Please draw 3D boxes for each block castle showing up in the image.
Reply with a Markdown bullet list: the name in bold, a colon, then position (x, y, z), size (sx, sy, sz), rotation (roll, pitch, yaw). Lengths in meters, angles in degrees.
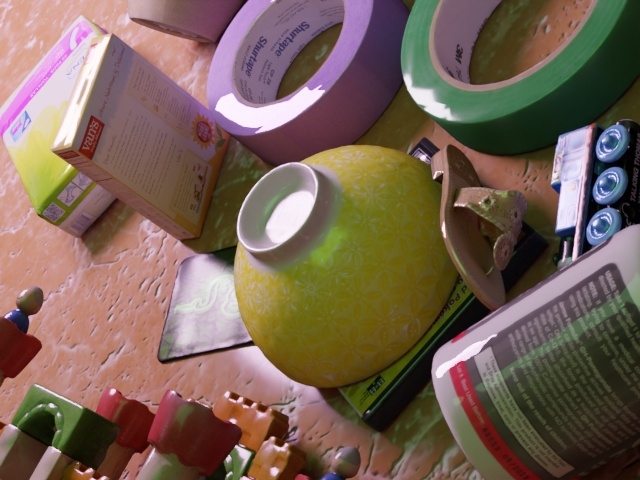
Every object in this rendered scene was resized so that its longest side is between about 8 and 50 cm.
- **block castle**: position (-0.185, 0.222, 1.805), size (0.453, 0.303, 0.213), rotation (16, 73, 48)

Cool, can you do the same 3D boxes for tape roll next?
- **tape roll**: position (0.242, -0.253, 1.920), size (0.321, 0.077, 0.321), rotation (-25, 47, 30)
- **tape roll**: position (-0.015, -0.231, 2.147), size (0.275, 0.090, 0.275), rotation (-25, 47, 30)

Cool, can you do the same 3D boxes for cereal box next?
- **cereal box**: position (-0.226, -0.131, 2.158), size (0.047, 0.240, 0.173), rotation (-7, 56, 41)

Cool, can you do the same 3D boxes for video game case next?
- **video game case**: position (0.092, 0.043, 1.878), size (0.275, 0.035, 0.248), rotation (-48, 39, 4)

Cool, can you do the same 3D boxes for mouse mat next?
- **mouse mat**: position (-0.124, 0.072, 2.092), size (0.190, 0.007, 0.152), rotation (-14, 52, 37)

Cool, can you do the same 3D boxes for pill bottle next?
- **pill bottle**: position (0.275, 0.096, 1.543), size (0.318, 0.176, 0.176), rotation (-35, 42, 22)

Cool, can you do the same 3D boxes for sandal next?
- **sandal**: position (0.176, -0.036, 1.760), size (0.079, 0.088, 0.240), rotation (-39, 35, 23)

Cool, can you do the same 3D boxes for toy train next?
- **toy train**: position (0.288, -0.037, 1.715), size (0.105, 0.080, 0.184), rotation (-20, 51, 46)

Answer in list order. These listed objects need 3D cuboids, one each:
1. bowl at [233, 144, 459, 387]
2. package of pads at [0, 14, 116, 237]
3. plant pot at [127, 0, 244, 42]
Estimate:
- **bowl**: position (0.000, 0.000, 1.849), size (0.289, 0.156, 0.289), rotation (-26, 45, 29)
- **package of pads**: position (-0.340, -0.171, 2.414), size (0.229, 0.101, 0.296), rotation (-46, 40, 10)
- **plant pot**: position (-0.172, -0.426, 2.354), size (0.256, 0.256, 0.274), rotation (14, 88, 49)
